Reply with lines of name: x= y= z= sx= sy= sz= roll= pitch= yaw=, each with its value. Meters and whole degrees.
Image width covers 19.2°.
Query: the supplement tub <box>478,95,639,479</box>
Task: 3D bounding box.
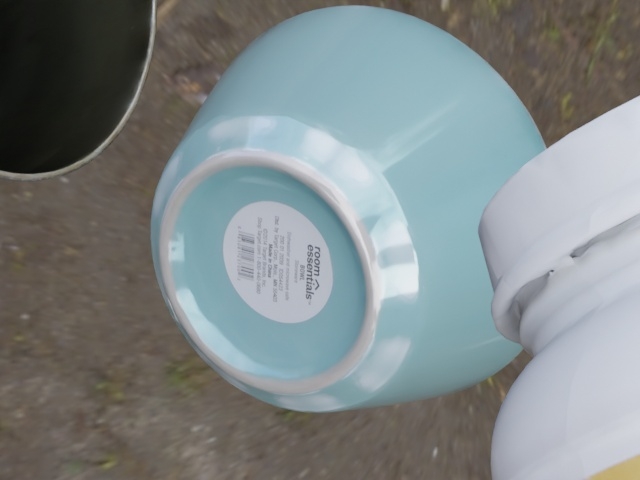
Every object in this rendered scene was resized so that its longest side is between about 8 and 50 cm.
supplement tub: x=0.178 y=0.115 z=0.526 sx=0.228 sy=0.228 sz=0.316 roll=-16 pitch=72 yaw=3

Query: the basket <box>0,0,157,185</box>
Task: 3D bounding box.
basket: x=-0.201 y=-0.095 z=0.859 sx=0.154 sy=0.227 sz=0.204 roll=4 pitch=73 yaw=-39

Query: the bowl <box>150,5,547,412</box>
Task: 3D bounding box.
bowl: x=0.000 y=0.000 z=1.363 sx=0.311 sy=0.163 sz=0.311 roll=12 pitch=115 yaw=28
